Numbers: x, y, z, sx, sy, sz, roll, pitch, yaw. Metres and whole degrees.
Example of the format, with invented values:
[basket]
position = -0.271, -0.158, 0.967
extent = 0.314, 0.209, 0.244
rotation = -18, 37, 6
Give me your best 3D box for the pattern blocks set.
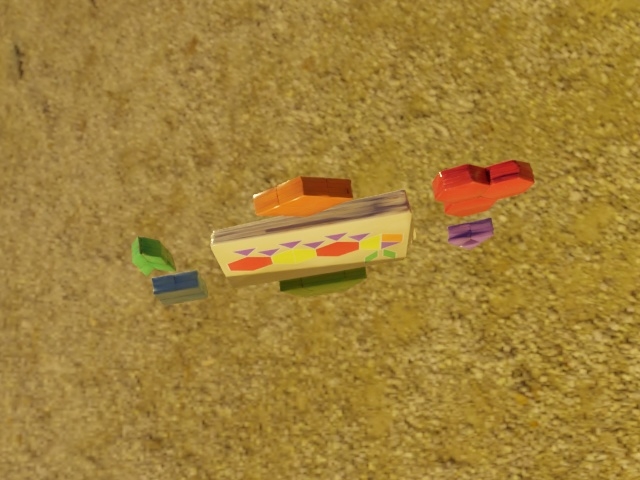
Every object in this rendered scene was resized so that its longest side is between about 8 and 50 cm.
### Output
[pattern blocks set]
position = 0.000, 0.000, 0.804
extent = 0.285, 0.324, 0.026
rotation = 106, 155, -70
